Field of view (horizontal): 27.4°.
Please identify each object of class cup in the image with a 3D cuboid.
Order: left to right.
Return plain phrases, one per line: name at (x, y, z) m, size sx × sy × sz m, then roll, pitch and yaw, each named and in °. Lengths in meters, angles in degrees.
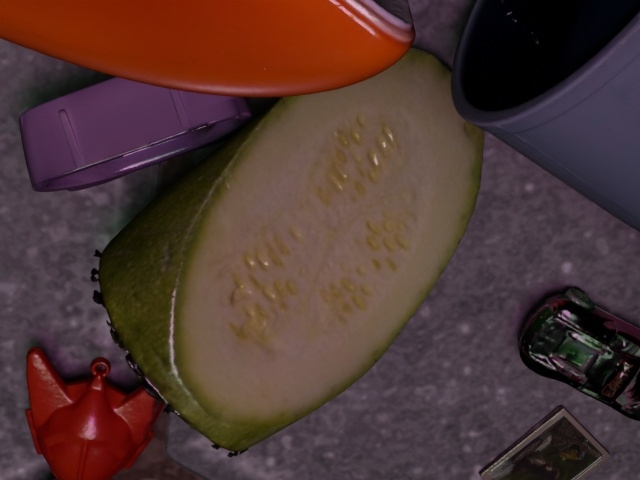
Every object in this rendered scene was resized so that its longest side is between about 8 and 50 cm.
cup at (0.290, -0.126, 0.851) m, size 0.311 × 0.331 × 0.257 m, roll 33°, pitch 139°, yaw -19°

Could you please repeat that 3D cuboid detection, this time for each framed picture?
framed picture at (0.182, 0.182, 1.067) m, size 0.089 × 0.006 × 0.066 m, roll -41°, pitch 110°, yaw 11°

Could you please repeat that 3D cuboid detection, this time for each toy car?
toy car at (0.220, 0.093, 1.009) m, size 0.142 × 0.055 × 0.069 m, roll 26°, pitch 111°, yaw -14°

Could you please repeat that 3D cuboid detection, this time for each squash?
squash at (0.000, 0.000, 0.878) m, size 0.260 × 0.189 × 0.189 m, roll -34°, pitch 111°, yaw 12°

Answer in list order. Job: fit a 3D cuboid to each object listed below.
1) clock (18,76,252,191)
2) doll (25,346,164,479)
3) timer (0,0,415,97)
clock at (-0.123, -0.080, 0.889) m, size 0.153 × 0.110 × 0.050 m, roll -19°, pitch 88°, yaw 2°
doll at (-0.179, 0.162, 0.997) m, size 0.109 × 0.057 × 0.169 m, roll 12°, pitch 110°, yaw -7°
timer at (-0.069, -0.189, 0.761) m, size 0.250 × 0.257 × 0.161 m, roll 21°, pitch 115°, yaw -11°
